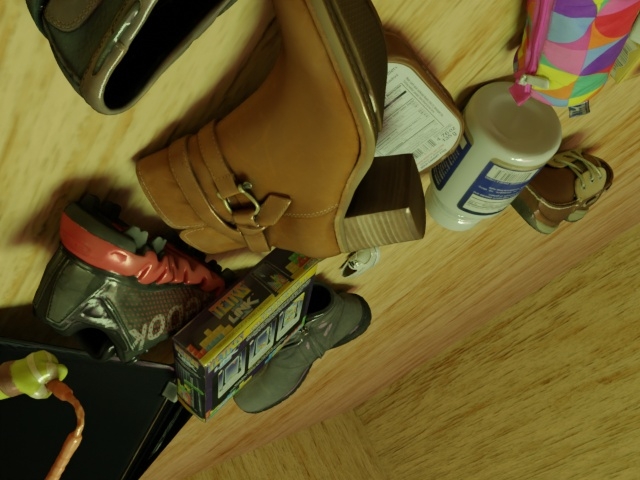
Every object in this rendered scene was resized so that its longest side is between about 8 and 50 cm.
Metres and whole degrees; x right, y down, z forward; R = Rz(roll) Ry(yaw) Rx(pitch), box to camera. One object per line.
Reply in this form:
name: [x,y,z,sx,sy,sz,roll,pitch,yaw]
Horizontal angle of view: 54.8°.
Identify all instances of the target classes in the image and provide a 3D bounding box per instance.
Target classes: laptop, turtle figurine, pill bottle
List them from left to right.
turtle figurine: [-0.316,0.121,0.454,0.269,0.217,0.087,-31,160,10]
laptop: [-0.297,0.186,0.841,0.382,0.236,0.408,-56,175,36]
pill bottle: [0.197,-0.091,0.753,0.111,0.112,0.187,-20,159,-22]

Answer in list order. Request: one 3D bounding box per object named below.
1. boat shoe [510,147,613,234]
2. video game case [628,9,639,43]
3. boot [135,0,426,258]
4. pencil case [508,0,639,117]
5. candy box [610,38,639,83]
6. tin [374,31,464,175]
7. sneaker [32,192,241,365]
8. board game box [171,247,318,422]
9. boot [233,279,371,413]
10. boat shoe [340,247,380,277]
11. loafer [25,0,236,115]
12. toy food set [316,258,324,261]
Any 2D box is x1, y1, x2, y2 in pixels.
boat shoe: [0.392,-0.098,1.002,0.120,0.123,0.324,-47,161,31]
video game case: [0.293,-0.257,0.441,0.190,0.022,0.173,-48,158,-33]
boot: [-0.049,-0.087,0.487,0.220,0.109,0.283,-5,144,19]
pencil case: [0.228,-0.206,0.540,0.104,0.105,0.236,-28,158,-1]
candy box: [0.405,-0.265,0.686,0.109,0.053,0.187,-22,158,-14]
tin: [0.066,-0.117,0.574,0.106,0.040,0.189,-40,143,19]
sneaker: [-0.171,0.056,0.613,0.135,0.097,0.276,-58,156,-1]
board game box: [-0.080,0.097,0.665,0.170,0.048,0.141,-42,158,-34]
boot: [-0.080,0.189,1.112,0.338,0.118,0.222,-44,154,12]
boat shoe: [0.062,0.035,1.001,0.035,0.035,0.100,-18,164,-32]
loafer: [-0.035,-0.165,0.314,0.267,0.084,0.096,-35,159,18]
toy food set: [0.000,0.000,0.793,0.192,0.039,0.132,-33,173,8]
